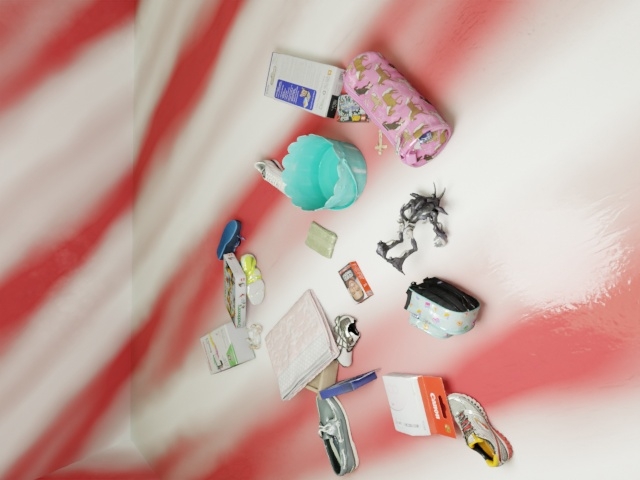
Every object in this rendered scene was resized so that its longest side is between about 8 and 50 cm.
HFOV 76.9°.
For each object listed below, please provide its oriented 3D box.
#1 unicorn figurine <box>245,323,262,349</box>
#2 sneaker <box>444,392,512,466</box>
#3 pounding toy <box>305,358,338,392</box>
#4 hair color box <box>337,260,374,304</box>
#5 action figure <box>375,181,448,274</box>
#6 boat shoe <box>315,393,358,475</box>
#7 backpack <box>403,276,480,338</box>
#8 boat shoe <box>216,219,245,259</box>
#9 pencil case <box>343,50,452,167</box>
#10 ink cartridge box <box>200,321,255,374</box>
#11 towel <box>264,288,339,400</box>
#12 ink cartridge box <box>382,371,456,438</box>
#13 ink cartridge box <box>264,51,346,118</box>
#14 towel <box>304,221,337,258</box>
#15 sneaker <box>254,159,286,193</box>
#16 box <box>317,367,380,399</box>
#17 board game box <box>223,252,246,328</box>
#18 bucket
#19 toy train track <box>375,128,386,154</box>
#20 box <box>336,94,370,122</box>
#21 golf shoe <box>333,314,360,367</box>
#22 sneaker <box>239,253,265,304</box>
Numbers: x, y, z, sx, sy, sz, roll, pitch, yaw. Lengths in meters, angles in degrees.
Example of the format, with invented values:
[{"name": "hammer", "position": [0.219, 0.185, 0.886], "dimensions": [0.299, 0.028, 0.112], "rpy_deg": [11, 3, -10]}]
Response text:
[{"name": "unicorn figurine", "position": [-0.312, 0.443, 1.912], "dimensions": [0.111, 0.060, 0.161], "rpy_deg": [3, 113, 43]}, {"name": "sneaker", "position": [0.448, 0.544, 1.170], "dimensions": [0.225, 0.093, 0.088], "rpy_deg": [47, 125, 31]}, {"name": "pounding toy", "position": [-0.018, 0.479, 1.613], "dimensions": [0.181, 0.094, 0.205], "rpy_deg": [4, 80, 45]}, {"name": "hair color box", "position": [0.127, 0.154, 1.465], "dimensions": [0.072, 0.043, 0.141], "rpy_deg": [-43, 67, 37]}, {"name": "action figure", "position": [0.293, -0.038, 1.228], "dimensions": [0.275, 0.141, 0.164], "rpy_deg": [-52, 48, 4]}, {"name": "boat shoe", "position": [0.047, 0.744, 1.569], "dimensions": [0.116, 0.099, 0.319], "rpy_deg": [-34, 72, 41]}, {"name": "backpack", "position": [0.356, 0.200, 1.169], "dimensions": [0.188, 0.166, 0.144], "rpy_deg": [18, 109, 45]}, {"name": "boat shoe", "position": [-0.427, -0.007, 1.948], "dimensions": [0.258, 0.089, 0.109], "rpy_deg": [-51, 48, 40]}, {"name": "pencil case", "position": [0.222, -0.405, 1.226], "dimensions": [0.160, 0.167, 0.386], "rpy_deg": [-50, 62, 36]}, {"name": "ink cartridge box", "position": [-0.471, 0.538, 2.025], "dimensions": [0.278, 0.117, 0.201], "rpy_deg": [-33, 72, 41]}, {"name": "towel", "position": [-0.091, 0.411, 1.601], "dimensions": [0.332, 0.053, 0.317], "rpy_deg": [-49, 42, 22]}, {"name": "ink cartridge box", "position": [0.307, 0.527, 1.291], "dimensions": [0.232, 0.066, 0.188], "rpy_deg": [-26, 76, 63]}, {"name": "ink cartridge box", "position": [-0.070, -0.603, 1.553], "dimensions": [0.371, 0.069, 0.175], "rpy_deg": [31, 116, 34]}, {"name": "towel", "position": [0.000, 0.000, 1.580], "dimensions": [0.148, 0.027, 0.110], "rpy_deg": [31, 116, 37]}, {"name": "sneaker", "position": [-0.184, -0.257, 1.680], "dimensions": [0.235, 0.095, 0.090], "rpy_deg": [43, 120, 30]}, {"name": "box", "position": [0.108, 0.520, 1.460], "dimensions": [0.225, 0.136, 0.036], "rpy_deg": [-37, 69, 40]}, {"name": "board game box", "position": [-0.403, 0.237, 1.895], "dimensions": [0.193, 0.053, 0.305], "rpy_deg": [48, 140, 48]}, {"name": "bucket", "position": [0.017, -0.234, 1.430], "dimensions": [0.281, 0.183, 0.281], "rpy_deg": [6, 99, 44]}, {"name": "toy train track", "position": [0.200, -0.333, 1.361], "dimensions": [0.048, 0.014, 0.083], "rpy_deg": [5, 98, 43]}, {"name": "box", "position": [0.118, -0.463, 1.415], "dimensions": [0.137, 0.027, 0.093], "rpy_deg": [14, 105, 41]}, {"name": "golf shoe", "position": [0.102, 0.376, 1.493], "dimensions": [0.094, 0.077, 0.198], "rpy_deg": [-5, 92, 43]}, {"name": "sneaker", "position": [-0.327, 0.182, 1.887], "dimensions": [0.126, 0.091, 0.240], "rpy_deg": [-13, 86, 62]}]
